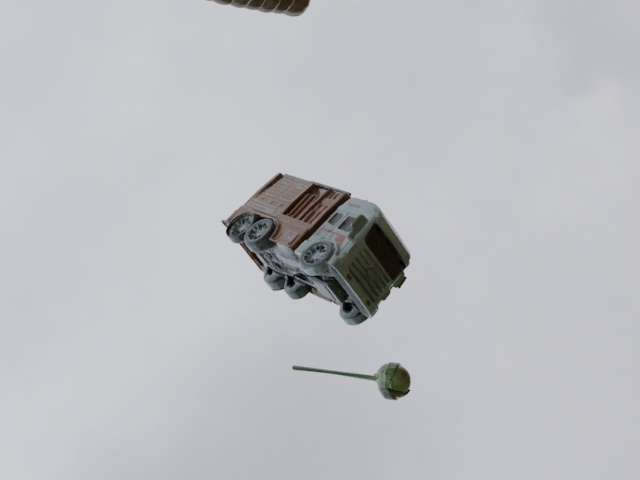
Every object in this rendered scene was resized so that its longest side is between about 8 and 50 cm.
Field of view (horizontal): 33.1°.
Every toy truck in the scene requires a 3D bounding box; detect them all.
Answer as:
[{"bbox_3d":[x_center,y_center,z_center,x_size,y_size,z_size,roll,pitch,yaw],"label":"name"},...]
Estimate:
[{"bbox_3d":[0.000,0.000,1.599,0.162,0.305,0.136,-48,-55,-16],"label":"toy truck"}]

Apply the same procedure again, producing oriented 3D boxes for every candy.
[{"bbox_3d":[0.048,0.220,1.749,0.061,0.202,0.061,5,-90,-72],"label":"candy"}]

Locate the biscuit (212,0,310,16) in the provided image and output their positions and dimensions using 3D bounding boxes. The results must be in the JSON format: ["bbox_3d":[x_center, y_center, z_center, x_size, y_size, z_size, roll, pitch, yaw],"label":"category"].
[{"bbox_3d":[-0.122,-0.296,0.863,0.325,0.044,0.217,-10,-89,-56],"label":"biscuit"}]
